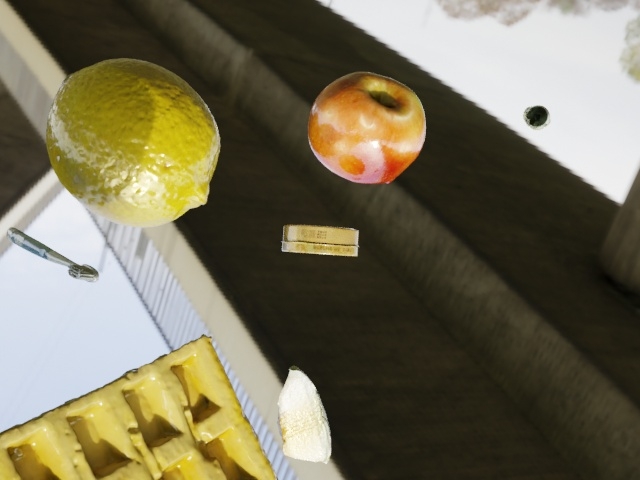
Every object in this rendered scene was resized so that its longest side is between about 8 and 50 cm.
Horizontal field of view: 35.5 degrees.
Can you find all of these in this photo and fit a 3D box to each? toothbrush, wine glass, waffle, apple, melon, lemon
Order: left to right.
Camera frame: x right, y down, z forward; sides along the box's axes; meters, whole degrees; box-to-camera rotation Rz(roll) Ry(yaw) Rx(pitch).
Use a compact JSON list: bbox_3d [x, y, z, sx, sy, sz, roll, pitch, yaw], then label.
[{"bbox_3d":[-0.338,0.015,1.223,0.025,0.019,0.275,7,-173,-38],"label":"toothbrush"},{"bbox_3d":[-0.281,-0.147,1.505,0.267,0.267,0.267,16,-159,-7],"label":"lemon"},{"bbox_3d":[-0.129,0.212,0.769,0.247,0.055,0.221,-24,-93,-49],"label":"waffle"},{"bbox_3d":[-0.040,0.311,1.853,0.093,0.203,0.139,-14,-162,-3],"label":"melon"},{"bbox_3d":[0.062,-0.150,1.363,0.163,0.139,0.163,16,-135,-16],"label":"apple"},{"bbox_3d":[0.313,-0.180,1.454,0.042,0.039,0.083,46,-165,7],"label":"wine glass"}]

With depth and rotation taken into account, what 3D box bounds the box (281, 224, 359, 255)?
[{"bbox_3d":[0.000,0.000,1.335,0.105,0.037,0.105,4,179,0],"label":"box"}]
